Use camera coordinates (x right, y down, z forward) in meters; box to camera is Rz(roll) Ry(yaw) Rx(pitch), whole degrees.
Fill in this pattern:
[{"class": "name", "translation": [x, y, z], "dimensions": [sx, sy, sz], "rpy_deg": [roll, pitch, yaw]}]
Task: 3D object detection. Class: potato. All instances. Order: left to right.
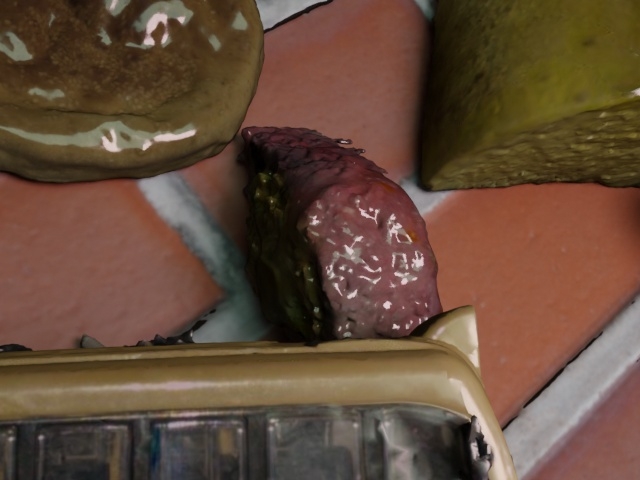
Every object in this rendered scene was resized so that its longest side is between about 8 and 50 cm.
[{"class": "potato", "translation": [0.258, -0.206, 0.697], "dimensions": [0.330, 0.213, 0.280], "rpy_deg": [-1, 71, -21]}]

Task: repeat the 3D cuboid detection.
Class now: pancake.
[{"class": "pancake", "translation": [-0.185, -0.171, 0.616], "dimensions": [0.294, 0.049, 0.295], "rpy_deg": [6, 69, -17]}]

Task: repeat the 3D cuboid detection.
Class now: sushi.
[{"class": "sushi", "translation": [0.006, -0.004, 0.556], "dimensions": [0.107, 0.161, 0.241], "rpy_deg": [-7, 73, -20]}]

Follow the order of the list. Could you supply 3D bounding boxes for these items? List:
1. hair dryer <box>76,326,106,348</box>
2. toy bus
[{"class": "hair dryer", "translation": [-0.119, 0.143, 0.529], "dimensions": [0.183, 0.044, 0.155], "rpy_deg": [34, 61, 1]}, {"class": "toy bus", "translation": [-0.074, 0.143, 0.398], "dimensions": [0.365, 0.177, 0.202], "rpy_deg": [-2, 82, 0]}]
